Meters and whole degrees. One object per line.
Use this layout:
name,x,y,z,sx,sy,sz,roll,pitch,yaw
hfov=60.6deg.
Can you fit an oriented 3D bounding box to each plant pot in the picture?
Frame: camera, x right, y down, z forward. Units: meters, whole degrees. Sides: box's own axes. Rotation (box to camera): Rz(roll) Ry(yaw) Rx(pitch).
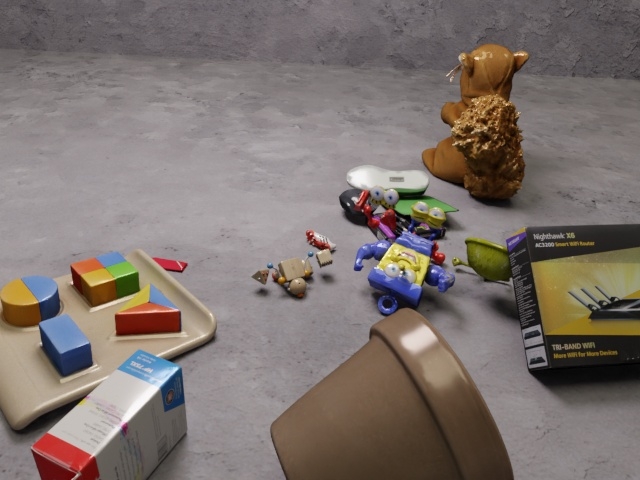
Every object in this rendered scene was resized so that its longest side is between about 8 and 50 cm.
plant pot,0.067,0.247,0.685,0.229,0.263,0.263,-24,37,-8

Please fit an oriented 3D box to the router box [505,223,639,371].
router box,0.504,0.097,0.965,0.308,0.081,0.243,-2,72,-8

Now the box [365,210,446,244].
box,0.204,-0.035,1.323,0.161,0.029,0.116,-9,33,-17

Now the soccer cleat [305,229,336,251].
soccer cleat,0.000,0.000,1.250,0.035,0.029,0.083,-16,39,-43

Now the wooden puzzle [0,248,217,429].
wooden puzzle,-0.407,0.127,0.954,0.347,0.081,0.322,-24,41,-37

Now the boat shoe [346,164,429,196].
boat shoe,0.177,-0.148,1.465,0.219,0.070,0.078,6,66,3

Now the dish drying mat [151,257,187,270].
dish drying mat,-0.325,0.050,1.154,0.083,0.008,0.032,9,33,8

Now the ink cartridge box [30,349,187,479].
ink cartridge box,-0.270,0.266,0.691,0.077,0.134,0.231,17,34,19

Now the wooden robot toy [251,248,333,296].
wooden robot toy,-0.048,0.078,1.106,0.173,0.076,0.079,-15,71,-27

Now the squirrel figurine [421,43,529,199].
squirrel figurine,0.459,-0.327,1.492,0.280,0.371,0.397,3,32,-1

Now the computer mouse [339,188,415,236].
computer mouse,0.133,-0.072,1.311,0.071,0.041,0.242,-23,39,-36

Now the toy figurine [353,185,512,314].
toy figurine,0.198,0.071,1.099,0.362,0.191,0.217,25,68,15

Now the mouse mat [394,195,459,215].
mouse mat,0.244,-0.090,1.392,0.152,0.007,0.190,-5,18,-13
